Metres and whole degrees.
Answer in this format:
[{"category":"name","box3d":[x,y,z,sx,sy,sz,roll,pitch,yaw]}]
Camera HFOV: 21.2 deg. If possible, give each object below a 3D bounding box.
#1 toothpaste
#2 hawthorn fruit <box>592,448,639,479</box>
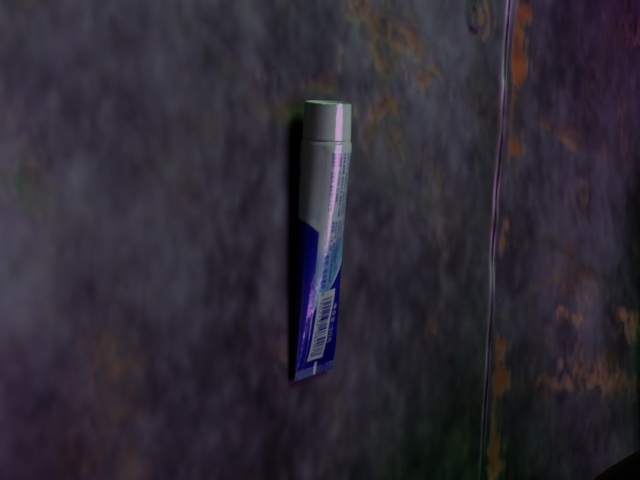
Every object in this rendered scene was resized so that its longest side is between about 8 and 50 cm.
[{"category":"toothpaste","box3d":[0.000,0.000,0.513,0.024,0.015,0.083,-13,107,-60]},{"category":"hawthorn fruit","box3d":[0.170,0.188,0.546,0.316,0.316,0.315,-2,92,-60]}]
